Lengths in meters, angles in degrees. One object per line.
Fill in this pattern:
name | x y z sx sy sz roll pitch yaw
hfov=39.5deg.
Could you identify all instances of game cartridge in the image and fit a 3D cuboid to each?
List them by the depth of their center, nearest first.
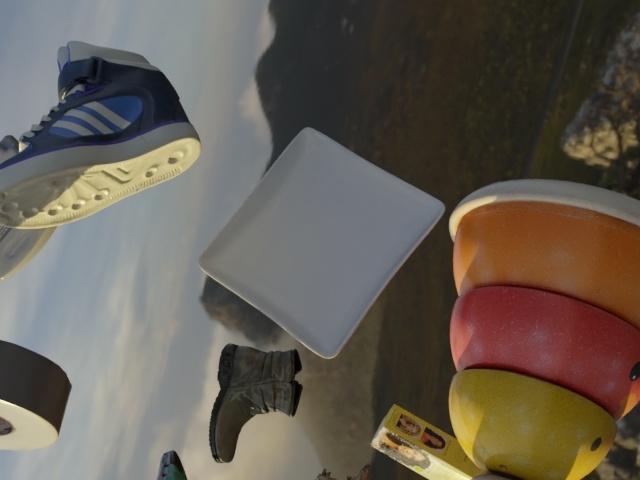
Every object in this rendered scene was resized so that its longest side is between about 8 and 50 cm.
game cartridge | -0.645 -0.043 1.801 0.294 0.196 0.060 -45 -5 18

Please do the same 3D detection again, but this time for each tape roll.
tape roll | -0.424 0.189 1.096 0.219 0.219 0.072 111 168 -58

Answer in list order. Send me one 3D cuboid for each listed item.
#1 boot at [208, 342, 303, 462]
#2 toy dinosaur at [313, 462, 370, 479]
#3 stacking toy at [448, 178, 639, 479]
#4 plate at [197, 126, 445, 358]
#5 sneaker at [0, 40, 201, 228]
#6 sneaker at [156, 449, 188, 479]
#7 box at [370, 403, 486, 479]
boot | -0.123 0.324 1.725 0.083 0.161 0.246 -3 -80 -77
toy dinosaur | 0.002 0.581 1.906 0.200 0.296 0.127 93 153 -61
stacking toy | 0.279 0.194 1.139 0.350 0.351 0.479 119 172 -71
plate | 0.000 0.000 1.304 0.278 0.277 0.045 -52 -29 -9
sneaker | -0.349 -0.164 1.235 0.236 0.323 0.130 54 148 23
sneaker | -0.227 0.377 1.195 0.223 0.098 0.083 -106 1 -56
box | 0.212 0.390 1.605 0.058 0.232 0.087 -57 -7 -39
